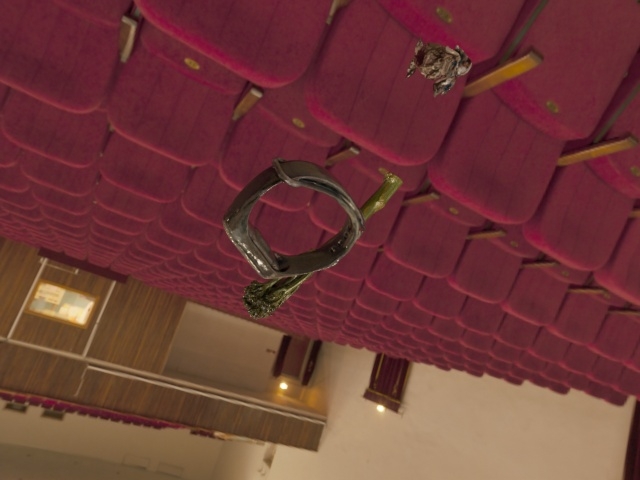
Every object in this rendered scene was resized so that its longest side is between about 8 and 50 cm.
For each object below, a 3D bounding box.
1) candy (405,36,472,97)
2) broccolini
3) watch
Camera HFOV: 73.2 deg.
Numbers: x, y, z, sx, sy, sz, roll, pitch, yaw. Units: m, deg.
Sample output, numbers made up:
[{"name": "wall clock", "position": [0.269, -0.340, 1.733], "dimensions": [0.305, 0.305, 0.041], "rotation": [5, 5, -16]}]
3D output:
[{"name": "candy", "position": [0.200, -0.320, 0.783], "dimensions": [0.051, 0.094, 0.226], "rotation": [31, -154, -23]}, {"name": "broccolini", "position": [0.000, -0.001, 0.836], "dimensions": [0.074, 0.392, 0.078], "rotation": [48, 172, -24]}, {"name": "watch", "position": [-0.036, -0.031, 0.655], "dimensions": [0.206, 0.192, 0.068], "rotation": [61, -179, -44]}]
